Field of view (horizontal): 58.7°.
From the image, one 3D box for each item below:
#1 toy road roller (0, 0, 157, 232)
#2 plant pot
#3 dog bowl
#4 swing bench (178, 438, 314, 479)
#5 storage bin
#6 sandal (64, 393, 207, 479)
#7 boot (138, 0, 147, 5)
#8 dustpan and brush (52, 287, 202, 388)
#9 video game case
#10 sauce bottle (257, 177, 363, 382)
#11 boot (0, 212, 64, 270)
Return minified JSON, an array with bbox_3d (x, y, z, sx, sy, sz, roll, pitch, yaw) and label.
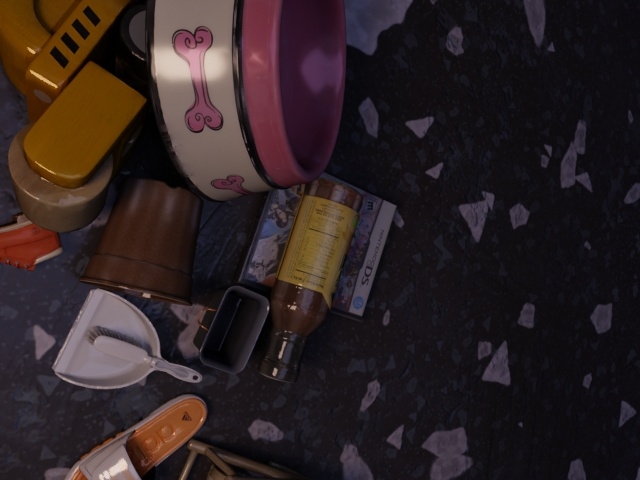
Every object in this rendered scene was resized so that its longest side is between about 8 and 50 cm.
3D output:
[{"bbox_3d":[-0.344,-0.201,0.761,0.241,0.202,0.329,31,65,-14],"label":"toy road roller"},{"bbox_3d":[-0.256,0.002,0.860,0.167,0.167,0.165,19,77,-29],"label":"plant pot"},{"bbox_3d":[-0.072,-0.254,0.807,0.151,0.408,0.407,5,90,15],"label":"dog bowl"},{"bbox_3d":[-0.137,0.508,0.959,0.255,0.165,0.253,30,78,-33],"label":"swing bench"},{"bbox_3d":[-0.164,0.140,0.954,0.098,0.091,0.135,27,79,-28],"label":"storage bin"},{"bbox_3d":[-0.289,0.347,0.905,0.265,0.076,0.102,-39,111,-22],"label":"sandal"},{"bbox_3d":[-0.231,-0.410,0.894,0.244,0.088,0.176,0,124,-49],"label":"boot"},{"bbox_3d":[-0.288,0.181,0.903,0.211,0.060,0.147,28,79,-28],"label":"dustpan and brush"},{"bbox_3d":[0.000,0.000,1.070,0.275,0.035,0.248,22,83,-29],"label":"video game case"},{"bbox_3d":[-0.024,0.068,0.981,0.111,0.111,0.344,21,85,-29],"label":"sauce bottle"},{"bbox_3d":[-0.447,0.015,0.805,0.158,0.059,0.084,-26,111,-27],"label":"boot"}]
